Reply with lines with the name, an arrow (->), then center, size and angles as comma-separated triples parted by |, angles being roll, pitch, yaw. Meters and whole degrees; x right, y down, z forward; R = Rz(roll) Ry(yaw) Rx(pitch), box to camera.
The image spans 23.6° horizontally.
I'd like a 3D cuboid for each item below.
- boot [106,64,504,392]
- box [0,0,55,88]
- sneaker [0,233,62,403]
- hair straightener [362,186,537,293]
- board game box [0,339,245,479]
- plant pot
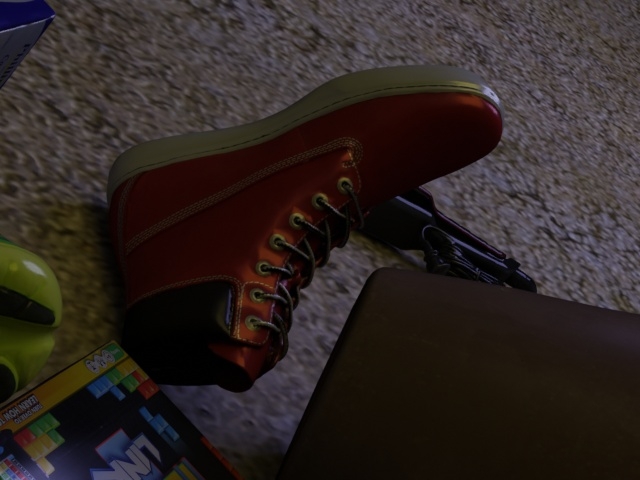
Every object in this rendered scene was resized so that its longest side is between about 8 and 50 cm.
boot -> 0.000, 0.000, 0.873 | 0.088, 0.244, 0.176 | 67, 8, -46
box -> -0.235, -0.119, 0.813 | 0.137, 0.126, 0.072 | 47, 28, 5
sneaker -> -0.263, 0.008, 0.669 | 0.295, 0.109, 0.123 | 18, 8, -29
hair straightener -> 0.084, 0.014, 1.134 | 0.230, 0.047, 0.089 | 36, 30, -22
board game box -> -0.096, 0.130, 0.718 | 0.141, 0.048, 0.170 | 45, 18, 3
plant pot -> 0.104, 0.124, 0.834 | 0.229, 0.263, 0.263 | 25, 31, 0
